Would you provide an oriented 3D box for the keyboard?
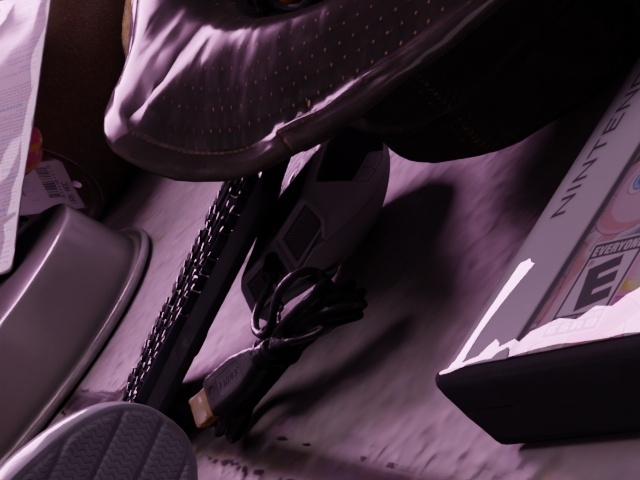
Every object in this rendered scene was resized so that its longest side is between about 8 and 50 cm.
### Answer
[{"bbox_3d":[-0.051,0.015,0.773,0.180,0.023,0.108,-61,7,34],"label":"keyboard"}]

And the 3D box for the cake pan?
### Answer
[{"bbox_3d":[-0.225,0.089,1.103,0.293,0.054,0.293,-44,16,16],"label":"cake pan"}]

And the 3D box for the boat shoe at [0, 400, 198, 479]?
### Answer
[{"bbox_3d":[-0.129,0.155,0.631,0.226,0.083,0.076,-56,19,-25],"label":"boat shoe"}]

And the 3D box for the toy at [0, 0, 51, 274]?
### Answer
[{"bbox_3d":[-0.228,-0.064,1.178,0.137,0.056,0.237,-16,60,33],"label":"toy"}]

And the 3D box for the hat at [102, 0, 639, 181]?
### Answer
[{"bbox_3d":[0.064,-0.128,0.690,0.331,0.134,0.331,-34,33,26],"label":"hat"}]

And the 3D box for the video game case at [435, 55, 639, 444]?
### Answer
[{"bbox_3d":[0.169,-0.062,0.449,0.248,0.035,0.275,-55,17,-25],"label":"video game case"}]

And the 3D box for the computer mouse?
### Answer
[{"bbox_3d":[0.000,0.000,0.737,0.106,0.042,0.193,-54,11,38],"label":"computer mouse"}]

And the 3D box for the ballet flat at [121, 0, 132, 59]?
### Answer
[{"bbox_3d":[-0.062,-0.265,1.214,0.123,0.123,0.348,-163,86,-73],"label":"ballet flat"}]

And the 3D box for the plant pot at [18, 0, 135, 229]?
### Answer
[{"bbox_3d":[-0.199,-0.124,1.320,0.215,0.215,0.230,-35,37,39],"label":"plant pot"}]
